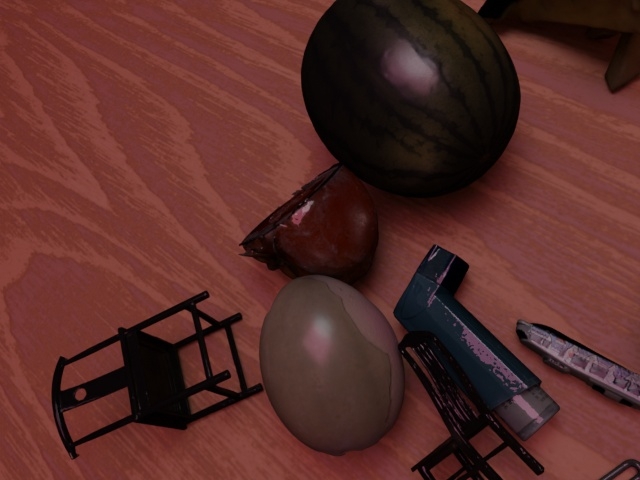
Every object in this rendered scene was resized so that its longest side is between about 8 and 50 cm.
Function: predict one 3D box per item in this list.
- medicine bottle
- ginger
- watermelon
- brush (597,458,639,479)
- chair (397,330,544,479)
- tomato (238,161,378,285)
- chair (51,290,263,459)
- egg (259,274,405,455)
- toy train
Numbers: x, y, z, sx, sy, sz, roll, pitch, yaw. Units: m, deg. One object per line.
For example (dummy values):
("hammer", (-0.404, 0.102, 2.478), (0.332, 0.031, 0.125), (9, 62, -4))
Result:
("medicine bottle", (0.203, 0.128, 0.695), (0.124, 0.079, 0.258), (-44, 61, 8))
("ginger", (0.450, -0.446, 0.811), (0.211, 0.358, 0.413), (28, 74, -17))
("watermelon", (0.116, -0.224, 0.769), (0.279, 0.279, 0.359), (-33, 60, 4))
("brush", (0.266, 0.339, 0.616), (0.266, 0.027, 0.062), (-34, 61, -1))
("chair", (0.150, 0.222, 0.645), (0.212, 0.084, 0.101), (51, 129, 26))
("tomato", (0.000, 0.000, 0.773), (0.155, 0.214, 0.180), (45, 72, -10))
("chair", (-0.242, 0.205, 0.790), (0.260, 0.141, 0.154), (-25, 61, 6))
("egg", (0.011, 0.148, 0.680), (0.183, 0.183, 0.217), (-12, 103, 15))
("toy train", (0.337, 0.158, 0.654), (0.208, 0.043, 0.047), (28, 78, 28))
